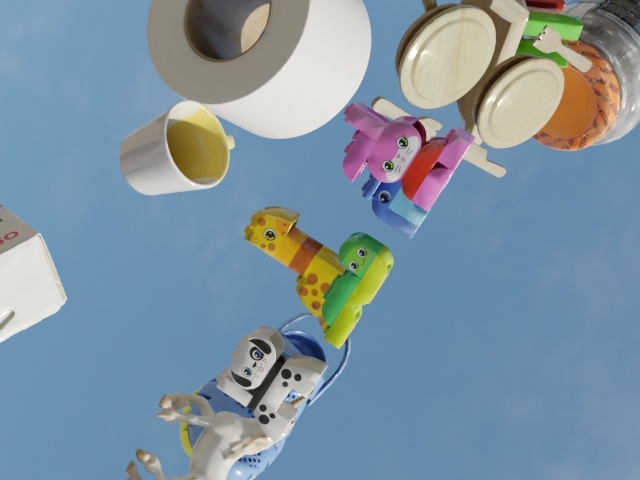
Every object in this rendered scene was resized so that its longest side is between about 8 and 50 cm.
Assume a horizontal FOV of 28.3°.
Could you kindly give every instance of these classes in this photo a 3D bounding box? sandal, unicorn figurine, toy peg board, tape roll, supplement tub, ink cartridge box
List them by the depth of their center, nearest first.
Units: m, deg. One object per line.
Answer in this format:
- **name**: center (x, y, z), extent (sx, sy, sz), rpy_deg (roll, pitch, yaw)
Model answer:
- **unicorn figurine**: center (-0.092, 0.173, 1.068), extent (0.162, 0.111, 0.060), rpy_deg (-64, -177, -2)
- **ink cartridge box**: center (-0.373, 0.028, 1.264), extent (0.154, 0.093, 0.212), rpy_deg (-30, -143, -24)
- **toy peg board**: center (0.192, -0.203, 1.270), extent (0.160, 0.079, 0.161), rpy_deg (-96, -164, -45)
- **sandal**: center (-0.058, 0.176, 1.526), extent (0.138, 0.126, 0.317), rpy_deg (-41, -174, 33)
- **tape roll**: center (-0.078, -0.268, 1.642), extent (0.246, 0.169, 0.246), rpy_deg (-7, -105, 27)
- **supplement tub**: center (0.400, -0.254, 1.764), extent (0.194, 0.193, 0.316), rpy_deg (0, -155, 39)

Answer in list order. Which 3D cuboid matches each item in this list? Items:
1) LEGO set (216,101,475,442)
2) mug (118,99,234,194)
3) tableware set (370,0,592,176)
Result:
- **LEGO set**: center (0.000, 0.000, 0.782), extent (0.227, 0.093, 0.087), rpy_deg (-59, 176, 22)
- **mug**: center (-0.103, -0.057, 0.893), extent (0.064, 0.078, 0.062), rpy_deg (-16, -122, 38)
- **tableware set**: center (0.122, -0.132, 1.004), extent (0.128, 0.194, 0.039), rpy_deg (-52, -130, 14)
